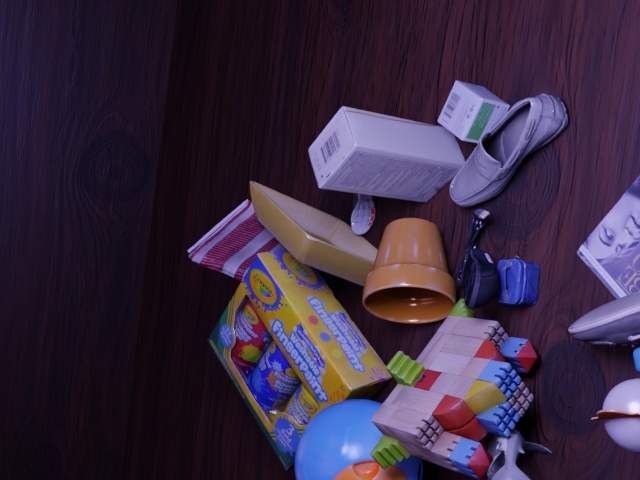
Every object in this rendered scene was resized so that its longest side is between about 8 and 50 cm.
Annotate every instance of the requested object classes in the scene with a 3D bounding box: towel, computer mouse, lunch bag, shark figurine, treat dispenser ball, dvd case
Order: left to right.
[{"bbox_3d":[-0.162,0.024,2.069,0.237,0.329,0.037,-40,52,19],"label":"towel"},{"bbox_3d":[0.085,0.503,1.746,0.288,0.288,0.288,-11,77,56],"label":"treat dispenser ball"},{"bbox_3d":[0.332,0.033,1.572,0.262,0.060,0.184,-67,-12,-79],"label":"computer mouse"},{"bbox_3d":[0.389,0.080,1.544,0.067,0.065,0.098,1,88,57],"label":"lunch bag"},{"bbox_3d":[0.378,0.400,1.460,0.278,0.116,0.166,56,-132,-79],"label":"shark figurine"},{"bbox_3d":[0.558,-0.003,1.342,0.221,0.018,0.164,-61,41,32],"label":"dvd case"}]

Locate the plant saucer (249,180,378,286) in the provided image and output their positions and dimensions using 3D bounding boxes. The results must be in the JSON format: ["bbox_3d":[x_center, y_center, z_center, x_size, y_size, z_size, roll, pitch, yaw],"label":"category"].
[{"bbox_3d":[0.000,0.000,1.894,0.081,0.333,0.333,-59,39,10],"label":"plant saucer"}]

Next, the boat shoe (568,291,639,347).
[{"bbox_3d":[0.550,0.126,1.247,0.335,0.112,0.095,-34,86,49],"label":"boat shoe"}]

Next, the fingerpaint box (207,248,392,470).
[{"bbox_3d":[-0.074,0.305,2.039,0.445,0.163,0.371,54,130,26],"label":"fingerpaint box"}]

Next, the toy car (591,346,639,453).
[{"bbox_3d":[0.521,0.260,1.164,0.210,0.238,0.219,-24,66,53],"label":"toy car"}]

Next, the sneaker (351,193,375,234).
[{"bbox_3d":[0.110,-0.094,2.016,0.065,0.061,0.157,-156,74,-82],"label":"sneaker"}]

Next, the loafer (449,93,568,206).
[{"bbox_3d":[0.359,-0.182,1.581,0.319,0.111,0.112,-51,46,41],"label":"loafer"}]

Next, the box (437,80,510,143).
[{"bbox_3d":[0.327,-0.272,1.664,0.102,0.087,0.101,51,127,46],"label":"box"}]

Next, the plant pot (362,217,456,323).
[{"bbox_3d":[0.201,0.061,1.735,0.205,0.205,0.188,-34,43,50],"label":"plant pot"}]

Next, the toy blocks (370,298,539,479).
[{"bbox_3d":[0.283,0.290,1.498,0.381,0.190,0.261,-49,24,-23],"label":"toy blocks"}]

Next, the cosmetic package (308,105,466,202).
[{"bbox_3d":[0.148,-0.184,1.724,0.160,0.309,0.113,-46,50,43],"label":"cosmetic package"}]
